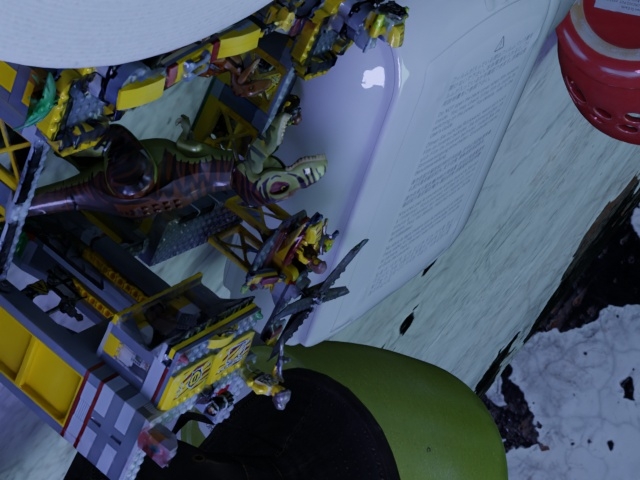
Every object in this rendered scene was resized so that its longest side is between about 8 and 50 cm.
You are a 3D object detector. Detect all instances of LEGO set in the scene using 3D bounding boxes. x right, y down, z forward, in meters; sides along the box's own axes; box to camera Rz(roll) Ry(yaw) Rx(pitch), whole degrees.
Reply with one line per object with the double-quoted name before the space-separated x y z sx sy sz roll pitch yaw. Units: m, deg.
"LEGO set" -0.051 -0.020 0.734 0.255 0.192 0.331 -60 161 23

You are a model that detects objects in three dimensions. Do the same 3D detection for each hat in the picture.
"hat" -0.104 0.188 0.790 0.331 0.134 0.331 -44 -155 27

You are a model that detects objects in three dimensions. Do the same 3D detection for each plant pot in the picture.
"plant pot" 0.001 0.205 1.249 0.275 0.275 0.293 -53 148 0
"plant pot" 0.327 -0.207 1.344 0.191 0.191 0.174 -53 157 2

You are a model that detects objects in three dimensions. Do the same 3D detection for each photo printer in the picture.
"photo printer" 0.059 -0.094 1.000 0.256 0.107 0.308 -34 152 -45

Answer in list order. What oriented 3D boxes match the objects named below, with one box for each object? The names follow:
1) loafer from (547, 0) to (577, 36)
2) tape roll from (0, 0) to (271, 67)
"loafer" 0.206 -0.282 1.036 0.111 0.112 0.319 -40 167 -48
"tape roll" -0.024 -0.233 0.387 0.392 0.072 0.392 -44 156 -25
